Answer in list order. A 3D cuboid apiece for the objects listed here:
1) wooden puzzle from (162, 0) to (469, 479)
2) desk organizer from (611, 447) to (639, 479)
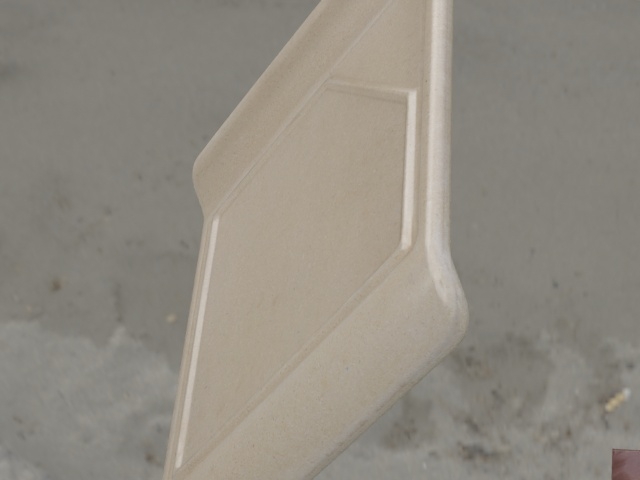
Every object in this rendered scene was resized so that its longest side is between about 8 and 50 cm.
[{"bbox_3d":[0.000,0.000,0.736,0.044,0.221,0.238,22,44,-23],"label":"wooden puzzle"},{"bbox_3d":[0.188,0.150,0.774,0.047,0.130,0.050,-28,22,25],"label":"desk organizer"}]
